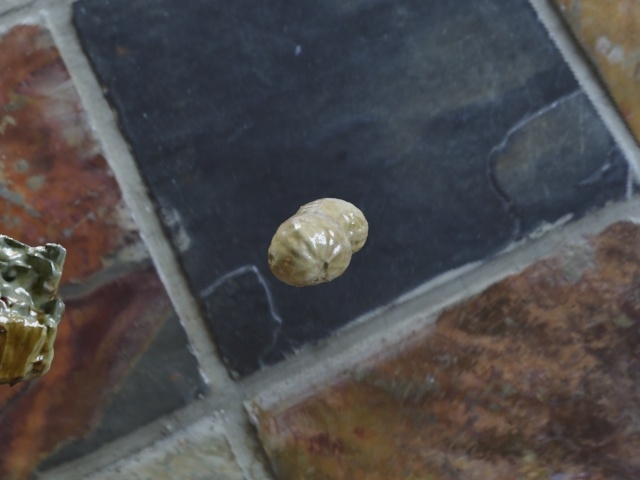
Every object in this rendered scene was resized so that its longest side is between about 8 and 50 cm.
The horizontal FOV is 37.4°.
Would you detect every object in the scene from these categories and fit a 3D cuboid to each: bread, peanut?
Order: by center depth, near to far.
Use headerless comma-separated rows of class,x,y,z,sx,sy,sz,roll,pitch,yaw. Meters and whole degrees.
peanut,0.000,0.000,0.650,0.054,0.113,0.054,7,109,20
bread,-0.515,0.038,1.214,0.370,0.314,0.191,-2,30,-35
